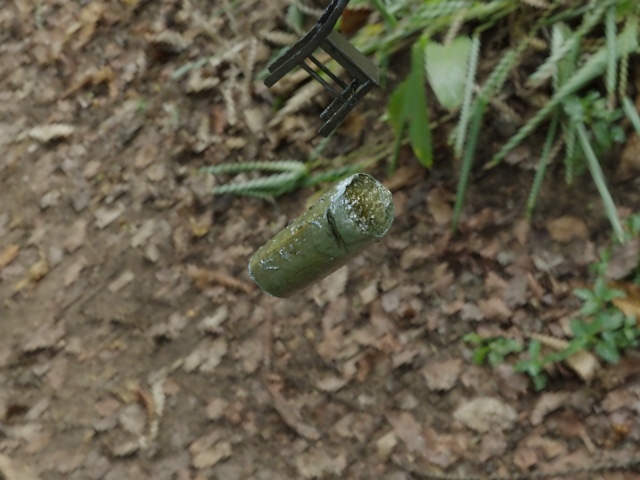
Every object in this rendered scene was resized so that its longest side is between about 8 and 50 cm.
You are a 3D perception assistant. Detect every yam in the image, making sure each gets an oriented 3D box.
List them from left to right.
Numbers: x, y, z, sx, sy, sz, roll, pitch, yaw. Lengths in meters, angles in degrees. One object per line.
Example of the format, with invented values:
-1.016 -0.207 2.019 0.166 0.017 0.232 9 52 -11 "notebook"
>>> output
0.000 0.000 0.957 0.132 0.054 0.054 -36 23 45 "yam"

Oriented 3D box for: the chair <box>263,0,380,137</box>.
0.043 -0.229 1.397 0.212 0.101 0.084 -45 15 16 "chair"
